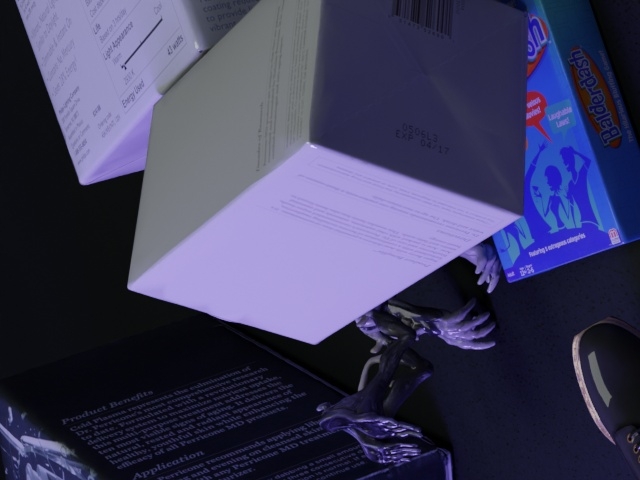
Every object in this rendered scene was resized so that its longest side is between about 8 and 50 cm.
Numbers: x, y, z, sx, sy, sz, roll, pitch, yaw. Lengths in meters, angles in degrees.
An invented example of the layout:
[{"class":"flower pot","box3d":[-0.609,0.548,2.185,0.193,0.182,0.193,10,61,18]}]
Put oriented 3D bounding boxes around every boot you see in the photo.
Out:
[{"class":"boot","box3d":[0.243,0.144,1.182,0.198,0.077,0.137,57,-171,8]}]

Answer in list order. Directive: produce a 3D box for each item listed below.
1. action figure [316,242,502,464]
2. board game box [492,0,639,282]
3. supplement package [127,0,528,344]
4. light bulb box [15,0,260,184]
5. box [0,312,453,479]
[{"class":"action figure","box3d":[0.084,0.046,1.410,0.164,0.140,0.276,70,-150,-63]},{"class":"board game box","box3d":[0.168,-0.086,1.282,0.160,0.047,0.210,-27,80,61]},{"class":"supplement package","box3d":[0.000,-0.064,1.262,0.293,0.177,0.175,-35,44,52]},{"class":"light bulb box","box3d":[-0.133,-0.290,1.516,0.358,0.225,0.361,-34,75,61]},{"class":"box","box3d":[-0.095,0.390,1.759,0.471,0.297,0.480,25,126,56]}]
